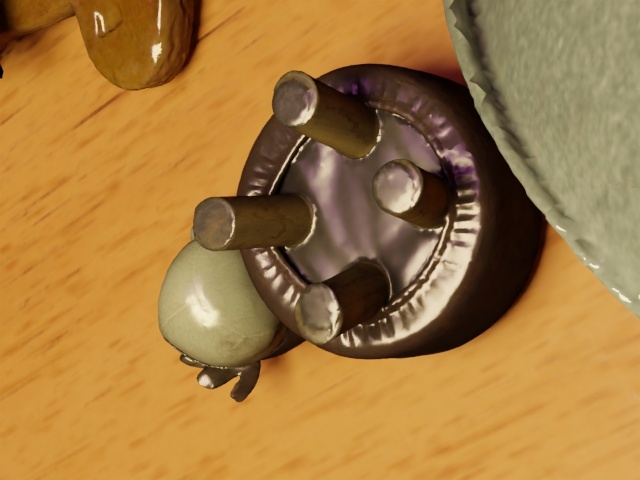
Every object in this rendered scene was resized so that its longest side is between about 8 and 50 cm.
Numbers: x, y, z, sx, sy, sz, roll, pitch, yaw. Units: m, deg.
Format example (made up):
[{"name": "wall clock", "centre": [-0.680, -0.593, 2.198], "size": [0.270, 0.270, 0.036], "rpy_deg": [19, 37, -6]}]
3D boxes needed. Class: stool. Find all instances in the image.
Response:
[{"name": "stool", "centre": [0.000, 0.000, 0.837], "size": [0.217, 0.121, 0.125], "rpy_deg": [-28, 77, 30]}]

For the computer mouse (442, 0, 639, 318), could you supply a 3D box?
[{"name": "computer mouse", "centre": [0.162, -0.054, 0.532], "size": [0.374, 0.114, 0.203], "rpy_deg": [46, 119, 29]}]

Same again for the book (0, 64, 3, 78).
[{"name": "book", "centre": [-0.273, -0.227, 1.001], "size": [0.228, 0.018, 0.322], "rpy_deg": [-2, 109, 50]}]

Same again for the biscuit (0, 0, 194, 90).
[{"name": "biscuit", "centre": [-0.112, -0.170, 0.957], "size": [0.301, 0.049, 0.197], "rpy_deg": [-8, 96, 39]}]
